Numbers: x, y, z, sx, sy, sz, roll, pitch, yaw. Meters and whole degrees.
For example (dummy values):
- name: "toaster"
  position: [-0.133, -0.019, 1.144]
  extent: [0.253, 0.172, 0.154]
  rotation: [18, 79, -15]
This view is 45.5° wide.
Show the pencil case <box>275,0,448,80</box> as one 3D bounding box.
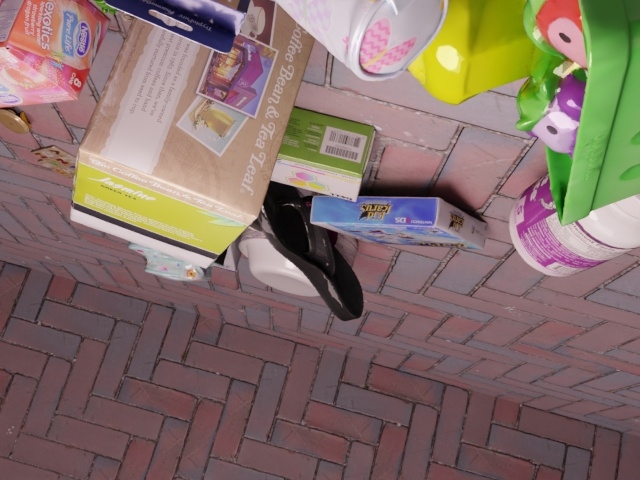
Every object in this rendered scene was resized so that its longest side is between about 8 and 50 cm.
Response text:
- name: "pencil case"
  position: [0.001, -0.274, 0.734]
  extent: [0.273, 0.114, 0.124]
  rotation: [50, 153, 26]

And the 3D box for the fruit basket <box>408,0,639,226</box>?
- name: "fruit basket"
  position: [0.217, -0.199, 0.786]
  extent: [0.393, 0.282, 0.392]
  rotation: [-2, 157, -1]

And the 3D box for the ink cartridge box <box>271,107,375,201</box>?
- name: "ink cartridge box"
  position: [-0.012, -0.133, 1.389]
  extent: [0.189, 0.096, 0.255]
  rotation: [14, 161, 3]

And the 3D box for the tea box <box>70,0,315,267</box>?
- name: "tea box"
  position: [-0.173, -0.172, 1.034]
  extent: [0.220, 0.328, 0.323]
  rotation: [21, 160, -15]

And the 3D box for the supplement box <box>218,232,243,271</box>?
- name: "supplement box"
  position: [-0.256, -0.012, 1.923]
  extent: [0.111, 0.113, 0.220]
  rotation: [16, 163, 2]

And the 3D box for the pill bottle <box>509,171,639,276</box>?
- name: "pill bottle"
  position: [0.418, -0.056, 1.140]
  extent: [0.169, 0.169, 0.301]
  rotation: [18, 161, -6]

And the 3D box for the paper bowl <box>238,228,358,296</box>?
- name: "paper bowl"
  position: [-0.061, 0.039, 1.861]
  extent: [0.285, 0.148, 0.284]
  rotation: [16, 162, 5]

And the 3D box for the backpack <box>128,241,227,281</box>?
- name: "backpack"
  position: [-0.292, 0.009, 1.545]
  extent: [0.189, 0.144, 0.166]
  rotation: [18, 180, 5]

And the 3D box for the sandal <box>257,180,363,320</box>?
- name: "sandal"
  position: [0.001, -0.001, 1.619]
  extent: [0.107, 0.167, 0.445]
  rotation: [-18, 133, 24]

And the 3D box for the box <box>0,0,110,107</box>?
- name: "box"
  position: [-0.498, -0.307, 1.191]
  extent: [0.300, 0.154, 0.142]
  rotation: [2, 157, 34]

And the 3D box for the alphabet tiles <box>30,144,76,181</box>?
- name: "alphabet tiles"
  position: [-0.591, -0.171, 1.901]
  extent: [0.198, 0.009, 0.237]
  rotation: [-2, 155, 44]

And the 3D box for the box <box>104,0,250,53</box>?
- name: "box"
  position: [-0.134, -0.297, 0.813]
  extent: [0.137, 0.225, 0.036]
  rotation: [21, 137, -14]

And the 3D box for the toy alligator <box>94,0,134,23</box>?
- name: "toy alligator"
  position: [-0.298, -0.345, 1.071]
  extent: [0.056, 0.051, 0.189]
  rotation: [14, 162, 8]

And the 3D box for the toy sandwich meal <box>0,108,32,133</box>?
- name: "toy sandwich meal"
  position: [-0.666, -0.263, 1.663]
  extent: [0.086, 0.029, 0.085]
  rotation: [19, 153, 10]

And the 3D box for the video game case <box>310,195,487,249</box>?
- name: "video game case"
  position: [0.158, -0.034, 1.509]
  extent: [0.270, 0.061, 0.244]
  rotation: [3, 173, 33]

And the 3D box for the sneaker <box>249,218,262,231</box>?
- name: "sneaker"
  position: [-0.298, -0.130, 1.518]
  extent: [0.258, 0.169, 0.447]
  rotation: [2, 160, 32]
